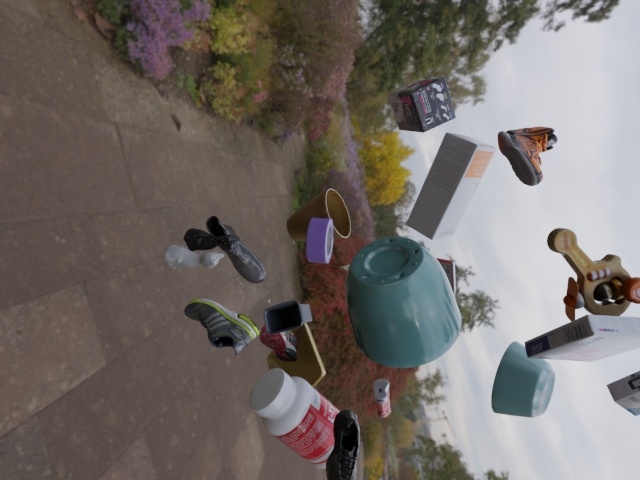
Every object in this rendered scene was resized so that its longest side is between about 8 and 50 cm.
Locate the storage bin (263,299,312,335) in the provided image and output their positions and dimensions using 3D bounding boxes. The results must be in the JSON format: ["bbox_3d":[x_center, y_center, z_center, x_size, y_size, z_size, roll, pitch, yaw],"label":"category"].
[{"bbox_3d":[-0.093,0.245,1.253,0.091,0.135,0.098,12,61,-58],"label":"storage bin"}]

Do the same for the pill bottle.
[{"bbox_3d":[-0.077,0.680,1.550,0.407,0.229,0.229,49,20,-25],"label":"pill bottle"}]

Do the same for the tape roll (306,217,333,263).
[{"bbox_3d":[0.000,0.000,1.667,0.189,0.080,0.189,5,90,-78],"label":"tape roll"}]

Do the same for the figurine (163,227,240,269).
[{"bbox_3d":[-0.430,0.035,1.480,0.215,0.209,0.092,-62,150,-57],"label":"figurine"}]

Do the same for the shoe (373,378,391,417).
[{"bbox_3d":[0.241,0.616,1.572,0.178,0.063,0.081,-34,117,-78],"label":"shoe"}]

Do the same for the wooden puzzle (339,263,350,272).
[{"bbox_3d":[0.254,0.185,2.284,0.221,0.239,0.044,-10,126,-57],"label":"wooden puzzle"}]

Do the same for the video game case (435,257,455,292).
[{"bbox_3d":[0.565,0.166,2.117,0.025,0.285,0.204,-49,136,-39],"label":"video game case"}]

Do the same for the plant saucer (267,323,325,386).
[{"bbox_3d":[-0.104,0.589,1.877,0.081,0.333,0.333,20,28,-35],"label":"plant saucer"}]

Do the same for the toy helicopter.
[{"bbox_3d":[0.841,0.111,1.282,0.355,0.235,0.140,47,6,-6],"label":"toy helicopter"}]

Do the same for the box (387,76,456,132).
[{"bbox_3d":[0.384,-0.526,1.560,0.163,0.142,0.247,65,-4,-21],"label":"box"}]

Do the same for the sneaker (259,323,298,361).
[{"bbox_3d":[-0.185,0.441,1.816,0.299,0.121,0.112,68,25,-47],"label":"sneaker"}]

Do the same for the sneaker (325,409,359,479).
[{"bbox_3d":[0.081,0.736,1.361,0.130,0.109,0.286,123,-30,-77],"label":"sneaker"}]

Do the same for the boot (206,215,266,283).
[{"bbox_3d":[-0.382,0.054,1.777,0.338,0.118,0.223,47,-4,6],"label":"boot"}]

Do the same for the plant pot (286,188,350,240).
[{"bbox_3d":[-0.023,-0.092,1.886,0.237,0.254,0.237,41,40,-47],"label":"plant pot"}]

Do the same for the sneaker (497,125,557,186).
[{"bbox_3d":[0.793,-0.334,1.477,0.321,0.180,0.124,-93,164,-44],"label":"sneaker"}]

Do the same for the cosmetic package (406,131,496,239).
[{"bbox_3d":[0.592,-0.243,1.833,0.230,0.161,0.453,-10,128,-46],"label":"cosmetic package"}]

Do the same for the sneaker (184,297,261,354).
[{"bbox_3d":[-0.359,0.292,1.375,0.121,0.300,0.111,-54,148,-39],"label":"sneaker"}]

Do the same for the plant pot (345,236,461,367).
[{"bbox_3d":[0.194,0.134,1.032,0.293,0.293,0.235,-91,162,-55],"label":"plant pot"}]

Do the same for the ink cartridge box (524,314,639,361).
[{"bbox_3d":[0.883,0.316,1.252,0.324,0.330,0.071,101,-8,-61],"label":"ink cartridge box"}]

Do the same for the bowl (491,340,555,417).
[{"bbox_3d":[0.835,0.583,1.625,0.311,0.163,0.311,-14,110,-45],"label":"bowl"}]

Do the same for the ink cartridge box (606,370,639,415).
[{"bbox_3d":[0.962,0.432,1.169,0.104,0.180,0.060,34,35,-13],"label":"ink cartridge box"}]
